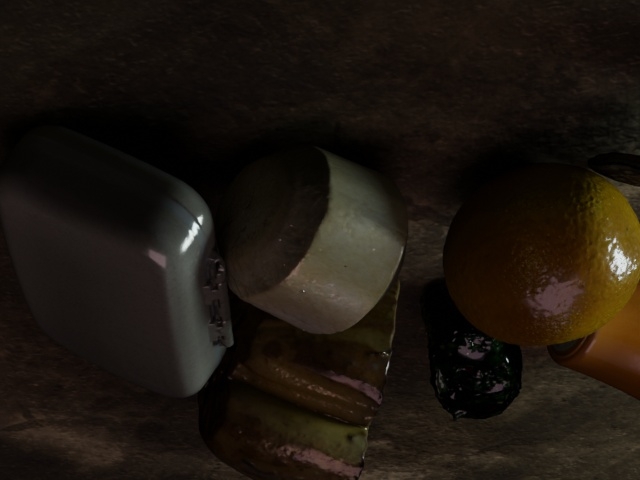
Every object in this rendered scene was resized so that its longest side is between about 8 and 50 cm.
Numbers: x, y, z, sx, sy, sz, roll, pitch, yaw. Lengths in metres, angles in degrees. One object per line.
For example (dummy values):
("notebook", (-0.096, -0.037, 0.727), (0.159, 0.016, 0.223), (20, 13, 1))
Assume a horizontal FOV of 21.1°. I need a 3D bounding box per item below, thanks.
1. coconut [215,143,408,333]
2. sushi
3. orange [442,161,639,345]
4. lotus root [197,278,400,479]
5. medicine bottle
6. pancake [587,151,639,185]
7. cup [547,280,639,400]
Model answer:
("coconut", (0.000, 0.000, 1.948), (0.222, 0.202, 0.202), (25, 137, -33))
("sushi", (0.205, 0.150, 2.280), (0.124, 0.127, 0.225), (-8, 146, 6))
("orange", (0.259, 0.016, 1.990), (0.236, 0.236, 0.236), (-3, 148, -2))
("lotus root", (-0.028, 0.183, 2.167), (0.250, 0.316, 0.316), (13, 145, -12))
("medicine bottle", (-0.235, 0.033, 1.967), (0.282, 0.123, 0.375), (26, 153, 16))
("pancake", (0.431, -0.071, 1.941), (0.250, 0.031, 0.250), (7, 179, 0))
("cup", (0.428, 0.133, 2.272), (0.264, 0.182, 0.226), (18, 173, -21))
